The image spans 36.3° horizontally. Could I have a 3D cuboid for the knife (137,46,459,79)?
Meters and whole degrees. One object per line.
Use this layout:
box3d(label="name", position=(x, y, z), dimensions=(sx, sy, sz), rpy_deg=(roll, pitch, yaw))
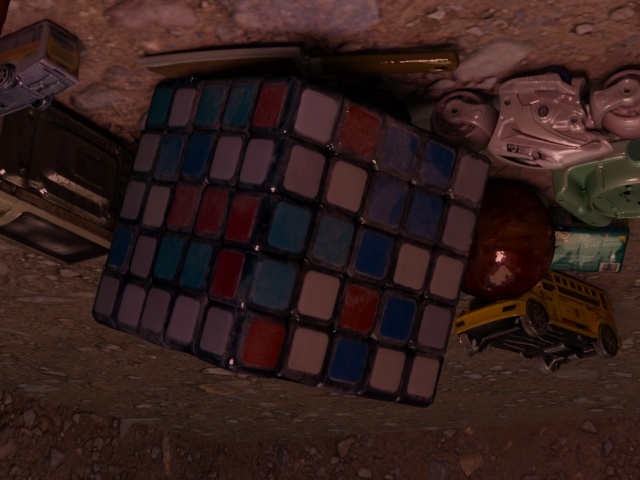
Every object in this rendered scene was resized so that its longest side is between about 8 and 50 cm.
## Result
box3d(label="knife", position=(-0.028, -0.191, 1.027), dimensions=(0.343, 0.027, 0.061), rpy_deg=(0, 167, 14))

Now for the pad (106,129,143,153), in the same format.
box3d(label="pad", position=(-0.200, -0.111, 1.297), dimensions=(0.235, 0.003, 0.158), rpy_deg=(-5, 158, 20))

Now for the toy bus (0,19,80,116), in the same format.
box3d(label="toy bus", position=(-0.343, -0.173, 1.046), dimensions=(0.191, 0.075, 0.064), rpy_deg=(-11, 157, 30))

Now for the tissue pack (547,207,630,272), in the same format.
box3d(label="tissue pack", position=(0.381, -0.007, 1.417), dimensions=(0.111, 0.079, 0.085), rpy_deg=(1, 128, 3))

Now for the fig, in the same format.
box3d(label="fig", position=(0.255, -0.002, 1.345), dimensions=(0.207, 0.175, 0.175), rpy_deg=(1, 165, -43))

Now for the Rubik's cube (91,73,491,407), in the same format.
box3d(label="Rubik's cube", position=(-0.034, -0.001, 1.067), dimensions=(0.293, 0.286, 0.292), rpy_deg=(18, 175, -40))

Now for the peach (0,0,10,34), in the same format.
box3d(label="peach", position=(-0.366, -0.197, 0.544), dimensions=(0.339, 0.353, 0.416), rpy_deg=(23, 172, 16))

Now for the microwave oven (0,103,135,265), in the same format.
box3d(label="microwave oven", position=(-0.334, -0.077, 1.174), dimensions=(0.129, 0.163, 0.205), rpy_deg=(-12, 154, 32))

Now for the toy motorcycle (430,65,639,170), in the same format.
box3d(label="toy motorcycle", position=(0.243, -0.125, 1.060), dimensions=(0.254, 0.112, 0.112), rpy_deg=(-5, 158, 22))

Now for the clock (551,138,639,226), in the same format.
box3d(label="clock", position=(0.400, -0.077, 1.239), dimensions=(0.189, 0.060, 0.148), rpy_deg=(-16, 153, 38))

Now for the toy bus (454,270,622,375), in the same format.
box3d(label="toy bus", position=(0.369, 0.126, 1.660), dimensions=(0.144, 0.152, 0.330), rpy_deg=(-24, 150, 39))

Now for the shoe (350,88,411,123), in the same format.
box3d(label="shoe", position=(0.057, -0.149, 1.115), dimensions=(0.071, 0.049, 0.179), rpy_deg=(12, 177, -10))
